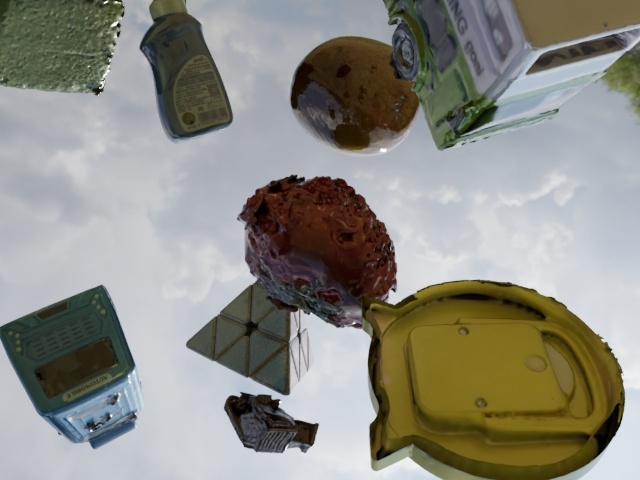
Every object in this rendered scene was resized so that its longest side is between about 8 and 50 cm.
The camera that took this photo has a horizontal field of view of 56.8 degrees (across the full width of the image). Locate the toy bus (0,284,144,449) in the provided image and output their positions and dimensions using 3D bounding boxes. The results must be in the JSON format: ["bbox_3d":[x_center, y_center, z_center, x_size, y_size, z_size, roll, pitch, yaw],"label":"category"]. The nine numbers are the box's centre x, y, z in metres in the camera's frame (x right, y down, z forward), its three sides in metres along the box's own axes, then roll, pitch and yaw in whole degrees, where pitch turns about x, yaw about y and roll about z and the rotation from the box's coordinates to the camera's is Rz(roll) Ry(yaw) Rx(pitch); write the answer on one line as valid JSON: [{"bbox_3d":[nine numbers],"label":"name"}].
[{"bbox_3d":[-0.272,0.152,0.680,0.114,0.246,0.134,-25,-108,-24],"label":"toy bus"}]

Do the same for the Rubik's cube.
[{"bbox_3d":[-0.110,0.210,1.282,0.228,0.228,0.233,49,-129,6],"label":"Rubik's cube"}]

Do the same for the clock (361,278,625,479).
[{"bbox_3d":[0.189,0.162,0.686,0.294,0.071,0.277,2,-139,7],"label":"clock"}]

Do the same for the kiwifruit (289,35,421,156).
[{"bbox_3d":[0.051,-0.242,0.993,0.196,0.195,0.234,-18,-149,-40],"label":"kiwifruit"}]

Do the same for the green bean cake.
[{"bbox_3d":[-0.540,-0.426,1.163,0.250,0.247,0.156,-5,-130,-40],"label":"green bean cake"}]

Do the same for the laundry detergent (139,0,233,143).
[{"bbox_3d":[-0.278,-0.349,1.185,0.144,0.289,0.094,-19,-170,-22],"label":"laundry detergent"}]

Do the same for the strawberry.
[{"bbox_3d":[0.000,0.000,0.943,0.274,0.274,0.220,25,-116,11],"label":"strawberry"}]

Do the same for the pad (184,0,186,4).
[{"bbox_3d":[-0.325,-0.552,1.203,0.004,0.163,0.243,-2,177,11],"label":"pad"}]

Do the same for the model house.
[{"bbox_3d":[-0.099,0.425,1.376,0.203,0.164,0.141,25,-131,-43],"label":"model house"}]

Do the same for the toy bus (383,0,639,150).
[{"bbox_3d":[0.084,-0.220,0.377,0.113,0.139,0.301,-18,-96,-15],"label":"toy bus"}]
